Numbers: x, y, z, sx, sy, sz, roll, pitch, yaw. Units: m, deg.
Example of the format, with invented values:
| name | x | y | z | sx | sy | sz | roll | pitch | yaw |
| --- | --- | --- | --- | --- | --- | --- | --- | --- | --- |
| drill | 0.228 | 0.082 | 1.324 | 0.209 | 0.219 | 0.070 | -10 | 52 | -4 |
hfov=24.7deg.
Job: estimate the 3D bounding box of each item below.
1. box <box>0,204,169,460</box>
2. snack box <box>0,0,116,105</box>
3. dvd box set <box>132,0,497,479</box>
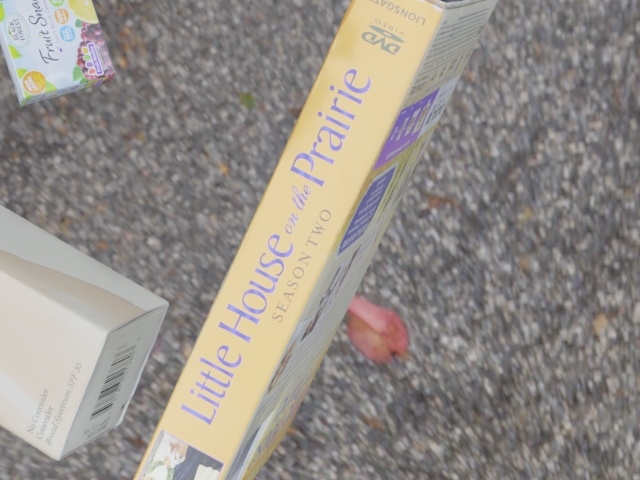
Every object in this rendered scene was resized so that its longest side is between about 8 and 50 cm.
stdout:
| name | x | y | z | sx | sy | sz | roll | pitch | yaw |
| --- | --- | --- | --- | --- | --- | --- | --- | --- | --- |
| box | -0.316 | 0.055 | 1.364 | 0.311 | 0.121 | 0.148 | 27 | 110 | 15 |
| snack box | -0.281 | -0.220 | 1.502 | 0.100 | 0.037 | 0.141 | -18 | 88 | -19 |
| dvd box set | 0.000 | 0.000 | 1.068 | 0.062 | 0.307 | 0.420 | 27 | 107 | 7 |
